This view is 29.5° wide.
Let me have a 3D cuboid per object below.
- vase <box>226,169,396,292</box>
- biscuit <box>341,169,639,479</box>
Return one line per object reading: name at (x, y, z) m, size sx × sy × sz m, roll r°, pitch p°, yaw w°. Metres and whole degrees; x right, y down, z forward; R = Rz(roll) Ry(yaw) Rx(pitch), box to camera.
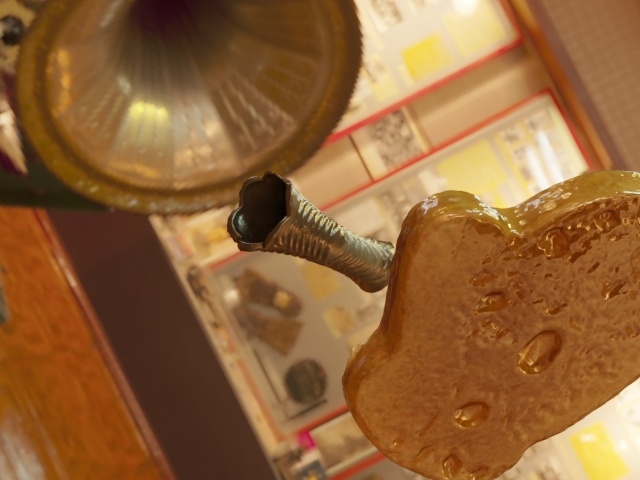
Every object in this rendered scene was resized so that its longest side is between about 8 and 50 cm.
vase at (0.000, 0.000, 1.592) m, size 0.237 × 0.115 × 0.115 m, roll 27°, pitch 28°, yaw -42°
biscuit at (0.160, 0.062, 1.043) m, size 0.287 × 0.344 × 0.057 m, roll 38°, pitch 17°, yaw -32°
